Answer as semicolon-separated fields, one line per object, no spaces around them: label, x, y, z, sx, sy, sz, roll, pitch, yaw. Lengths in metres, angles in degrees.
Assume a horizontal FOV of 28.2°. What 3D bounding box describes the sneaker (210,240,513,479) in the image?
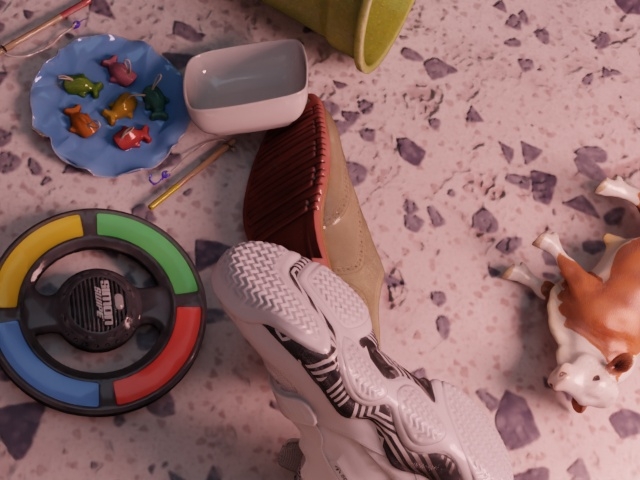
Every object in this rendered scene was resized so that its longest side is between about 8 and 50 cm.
sneaker;-0.005;0.173;1.215;0.366;0.210;0.137;41;25;-19

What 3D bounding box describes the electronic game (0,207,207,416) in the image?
electronic game;-0.232;0.072;1.330;0.229;0.048;0.229;5;65;-11

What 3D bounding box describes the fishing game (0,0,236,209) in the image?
fishing game;-0.236;-0.159;1.436;0.189;0.041;0.264;-37;79;-27

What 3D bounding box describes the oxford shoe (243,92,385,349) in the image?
oxford shoe;0.000;0.000;1.402;0.130;0.123;0.348;25;52;-38

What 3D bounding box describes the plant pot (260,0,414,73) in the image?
plant pot;-0.013;-0.366;1.477;0.254;0.276;0.276;22;63;10

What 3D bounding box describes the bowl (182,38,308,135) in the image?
bowl;-0.081;-0.168;1.437;0.142;0.053;0.142;-9;37;2

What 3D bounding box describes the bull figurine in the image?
bull figurine;0.329;0.051;1.442;0.310;0.101;0.188;-38;78;-24
